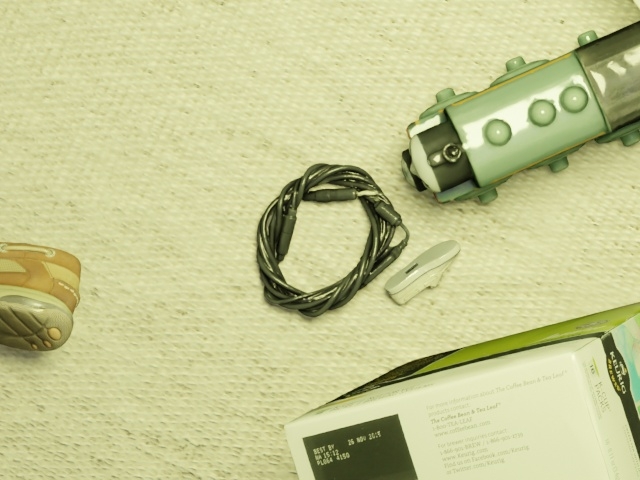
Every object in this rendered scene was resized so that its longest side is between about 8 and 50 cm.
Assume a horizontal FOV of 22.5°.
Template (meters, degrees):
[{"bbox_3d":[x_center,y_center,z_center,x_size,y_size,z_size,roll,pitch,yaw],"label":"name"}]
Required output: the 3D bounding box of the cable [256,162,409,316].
[{"bbox_3d":[0.000,0.000,1.854,0.184,0.047,0.150,-40,89,4],"label":"cable"}]

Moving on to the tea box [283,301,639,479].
[{"bbox_3d":[0.197,0.220,1.662,0.329,0.323,0.220,-17,91,30],"label":"tea box"}]

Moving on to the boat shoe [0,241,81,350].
[{"bbox_3d":[-0.424,0.043,1.857,0.324,0.123,0.116,10,58,11],"label":"boat shoe"}]

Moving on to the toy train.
[{"bbox_3d":[0.244,-0.141,1.766,0.334,0.190,0.142,-22,89,3],"label":"toy train"}]

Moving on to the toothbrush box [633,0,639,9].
[{"bbox_3d":[0.365,-0.370,1.713,0.126,0.216,0.295,-37,93,33],"label":"toothbrush box"}]

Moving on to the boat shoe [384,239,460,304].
[{"bbox_3d":[0.124,0.039,1.858,0.100,0.035,0.035,-37,116,-1],"label":"boat shoe"}]
